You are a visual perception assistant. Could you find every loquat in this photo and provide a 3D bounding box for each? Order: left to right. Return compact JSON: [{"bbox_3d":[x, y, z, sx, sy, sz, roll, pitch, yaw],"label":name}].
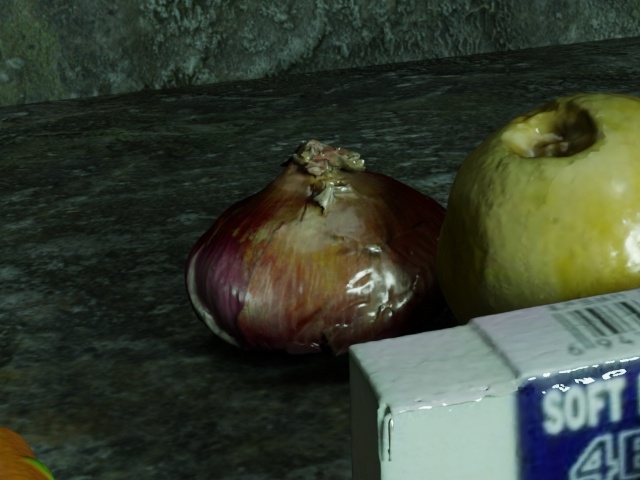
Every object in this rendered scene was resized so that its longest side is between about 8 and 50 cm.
[{"bbox_3d":[0.182,0.009,0.781,0.213,0.213,0.213,-5,17,2],"label":"loquat"}]

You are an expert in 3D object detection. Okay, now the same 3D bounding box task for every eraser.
[{"bbox_3d":[0.158,0.097,0.595,0.287,0.130,0.086,-8,20,-13],"label":"eraser"}]

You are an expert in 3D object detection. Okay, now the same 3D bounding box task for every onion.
[{"bbox_3d":[0.000,0.000,0.909,0.230,0.163,0.230,-13,14,3],"label":"onion"}]

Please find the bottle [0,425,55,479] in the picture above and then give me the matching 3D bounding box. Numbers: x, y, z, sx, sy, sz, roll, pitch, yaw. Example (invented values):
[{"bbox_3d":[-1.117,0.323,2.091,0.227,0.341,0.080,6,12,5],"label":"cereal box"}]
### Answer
[{"bbox_3d":[-0.160,0.159,0.598,0.069,0.069,0.187,-13,20,-24],"label":"bottle"}]
